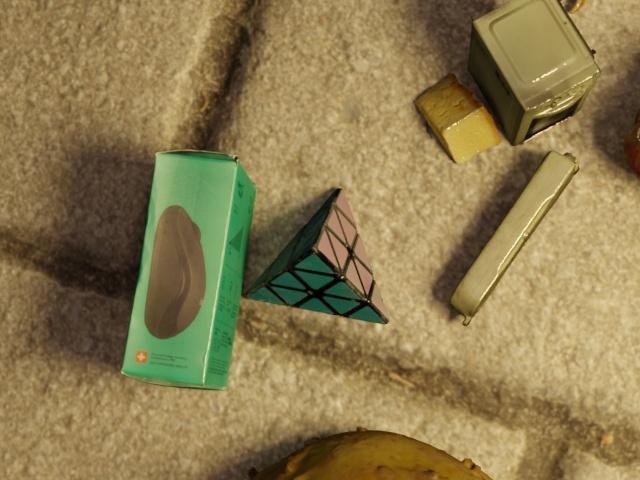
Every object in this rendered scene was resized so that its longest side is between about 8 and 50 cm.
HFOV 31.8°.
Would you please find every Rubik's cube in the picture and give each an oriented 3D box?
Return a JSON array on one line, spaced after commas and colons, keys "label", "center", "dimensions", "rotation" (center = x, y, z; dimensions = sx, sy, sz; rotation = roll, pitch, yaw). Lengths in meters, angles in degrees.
[{"label": "Rubik's cube", "center": [0.000, 0.000, 1.553], "dimensions": [0.211, 0.178, 0.190], "rotation": [6, 78, 5]}]

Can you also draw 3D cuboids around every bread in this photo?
[{"label": "bread", "center": [0.195, -0.177, 1.643], "dimensions": [0.084, 0.080, 0.109], "rotation": [-33, 44, -1]}]

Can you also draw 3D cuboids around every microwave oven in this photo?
[{"label": "microwave oven", "center": [0.293, -0.240, 1.550], "dimensions": [0.129, 0.205, 0.163], "rotation": [-27, 81, 0]}]

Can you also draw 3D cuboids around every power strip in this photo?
[{"label": "power strip", "center": [0.269, -0.006, 1.580], "dimensions": [0.048, 0.080, 0.286], "rotation": [33, 87, 15]}]

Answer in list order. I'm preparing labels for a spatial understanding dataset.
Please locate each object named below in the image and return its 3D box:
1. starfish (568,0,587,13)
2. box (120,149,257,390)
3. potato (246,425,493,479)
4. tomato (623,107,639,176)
[{"label": "starfish", "center": [0.343, -0.460, 1.661], "dimensions": [0.138, 0.050, 0.247], "rotation": [6, 78, 7]}, {"label": "box", "center": [-0.175, 0.047, 1.544], "dimensions": [0.118, 0.205, 0.311], "rotation": [8, 83, 3]}, {"label": "potato", "center": [0.055, 0.432, 1.411], "dimensions": [0.442, 0.319, 0.385], "rotation": [-18, 81, -1]}, {"label": "tomato", "center": [0.509, -0.160, 1.542], "dimensions": [0.181, 0.155, 0.214], "rotation": [40, 92, -15]}]
